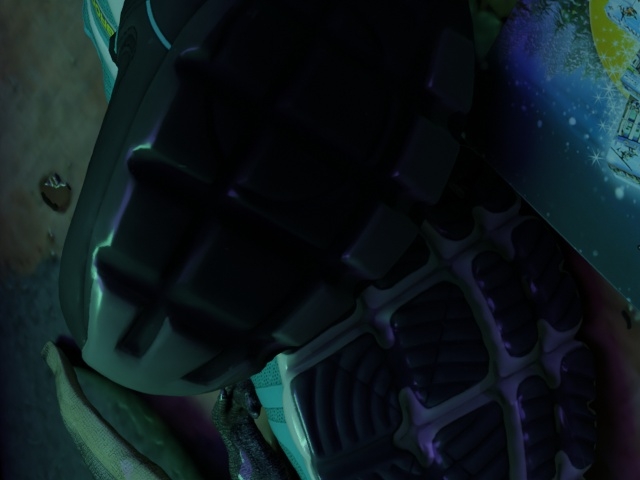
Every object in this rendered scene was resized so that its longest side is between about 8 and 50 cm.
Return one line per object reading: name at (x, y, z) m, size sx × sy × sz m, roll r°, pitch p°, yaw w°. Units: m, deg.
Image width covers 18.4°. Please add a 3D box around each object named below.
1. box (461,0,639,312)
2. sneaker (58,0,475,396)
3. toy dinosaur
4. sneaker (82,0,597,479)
box at (0.155, -0.019, 0.508) m, size 0.233 × 0.044 × 0.159 m, roll 47°, pitch 129°, yaw 23°
sneaker at (-0.006, -0.083, 0.562) m, size 0.106 × 0.101 × 0.267 m, roll 16°, pitch 78°, yaw 50°
toy dinosaur at (-0.024, 0.112, 0.704) m, size 0.268 × 0.064 × 0.118 m, roll 53°, pitch 138°, yaw 22°
sneaker at (0.000, 0.000, 0.641) m, size 0.275 × 0.107 × 0.110 m, roll 66°, pitch 153°, yaw 13°
